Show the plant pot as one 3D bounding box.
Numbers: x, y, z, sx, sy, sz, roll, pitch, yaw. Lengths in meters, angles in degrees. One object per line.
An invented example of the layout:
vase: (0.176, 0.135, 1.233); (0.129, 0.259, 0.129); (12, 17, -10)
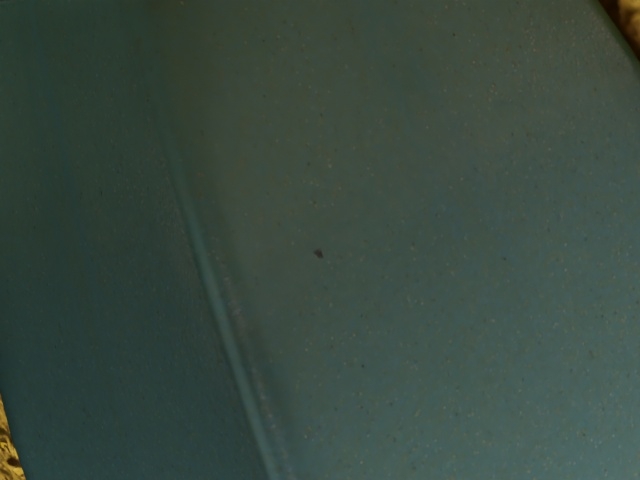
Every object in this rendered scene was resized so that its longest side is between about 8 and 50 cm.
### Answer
plant pot: (0.009, 0.023, 0.533); (0.166, 0.165, 0.234); (6, 121, 56)
